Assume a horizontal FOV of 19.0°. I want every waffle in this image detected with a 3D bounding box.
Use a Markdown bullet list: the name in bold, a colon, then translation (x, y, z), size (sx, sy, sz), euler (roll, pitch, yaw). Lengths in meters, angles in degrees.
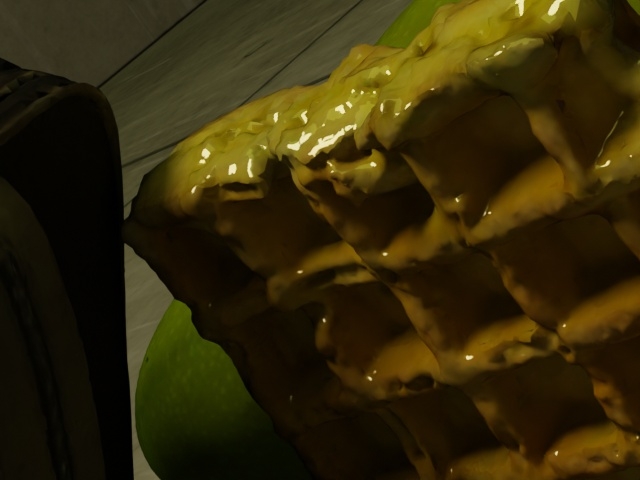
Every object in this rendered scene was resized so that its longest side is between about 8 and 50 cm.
- **waffle**: translation (0.062, 0.012, 0.487), size (0.211, 0.160, 0.055), euler (-24, 19, 48)

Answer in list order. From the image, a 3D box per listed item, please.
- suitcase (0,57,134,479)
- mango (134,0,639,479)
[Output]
- **suitcase**: translation (-0.192, 0.124, 0.461), size (0.194, 0.283, 0.434), euler (12, 33, 19)
- **mango**: translation (0.053, -0.006, 0.643), size (0.293, 0.143, 0.175), euler (-39, 1, 29)
